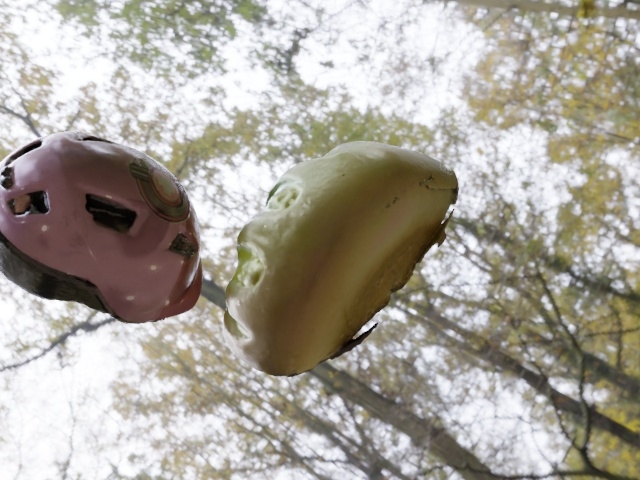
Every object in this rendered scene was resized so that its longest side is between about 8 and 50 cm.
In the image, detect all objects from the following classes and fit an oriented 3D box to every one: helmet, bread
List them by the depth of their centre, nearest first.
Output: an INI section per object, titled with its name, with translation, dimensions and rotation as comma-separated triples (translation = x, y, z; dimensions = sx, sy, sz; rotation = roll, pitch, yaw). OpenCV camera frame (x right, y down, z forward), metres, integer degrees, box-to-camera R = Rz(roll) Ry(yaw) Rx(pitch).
[bread]
translation = 0.008, -0.012, 0.787
dimensions = 0.261, 0.158, 0.156
rotation = -40, -30, -29
[helmet]
translation = -0.223, -0.029, 0.888
dimensions = 0.253, 0.198, 0.154
rotation = 6, -42, -29
